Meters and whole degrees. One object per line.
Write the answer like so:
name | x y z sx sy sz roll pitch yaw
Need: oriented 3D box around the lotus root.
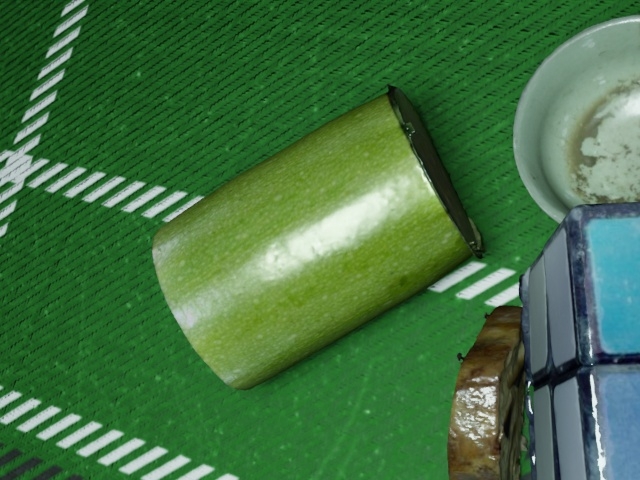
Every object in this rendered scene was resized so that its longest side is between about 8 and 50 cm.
lotus root | 0.211 0.203 1.110 0.074 0.170 0.261 5 82 26

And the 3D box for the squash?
squash | 0.000 0.000 1.190 0.384 0.263 0.263 -30 67 11

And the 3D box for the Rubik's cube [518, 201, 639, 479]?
Rubik's cube | 0.392 0.139 0.930 0.318 0.313 0.316 -2 76 4

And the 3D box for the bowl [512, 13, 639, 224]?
bowl | 0.398 -0.122 1.128 0.289 0.146 0.290 -6 75 22
